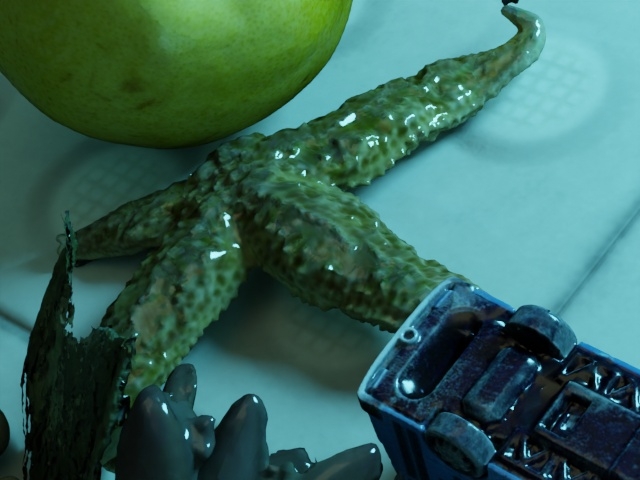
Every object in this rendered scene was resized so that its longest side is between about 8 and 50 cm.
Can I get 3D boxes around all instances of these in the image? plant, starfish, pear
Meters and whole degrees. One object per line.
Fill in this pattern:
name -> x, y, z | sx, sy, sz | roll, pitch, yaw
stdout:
plant -> -0.087, 0.228, 1.000 | 0.194, 0.181, 0.320 | 29, 72, 13
starfish -> 0.000, 0.000, 1.248 | 0.432, 0.082, 0.324 | -19, 45, 1
pear -> -0.123, -0.214, 1.327 | 0.314, 0.314, 0.314 | -10, 48, 11

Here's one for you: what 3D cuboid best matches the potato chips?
potato chips -> -0.170, 0.090, 1.166 | 0.029, 0.202, 0.220 | 8, 40, -22

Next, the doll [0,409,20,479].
doll -> -0.277, 0.176, 1.122 | 0.196, 0.152, 0.256 | 7, 31, -18

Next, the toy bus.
toy bus -> 0.148, 0.131, 1.040 | 0.234, 0.133, 0.116 | 27, 64, 30
